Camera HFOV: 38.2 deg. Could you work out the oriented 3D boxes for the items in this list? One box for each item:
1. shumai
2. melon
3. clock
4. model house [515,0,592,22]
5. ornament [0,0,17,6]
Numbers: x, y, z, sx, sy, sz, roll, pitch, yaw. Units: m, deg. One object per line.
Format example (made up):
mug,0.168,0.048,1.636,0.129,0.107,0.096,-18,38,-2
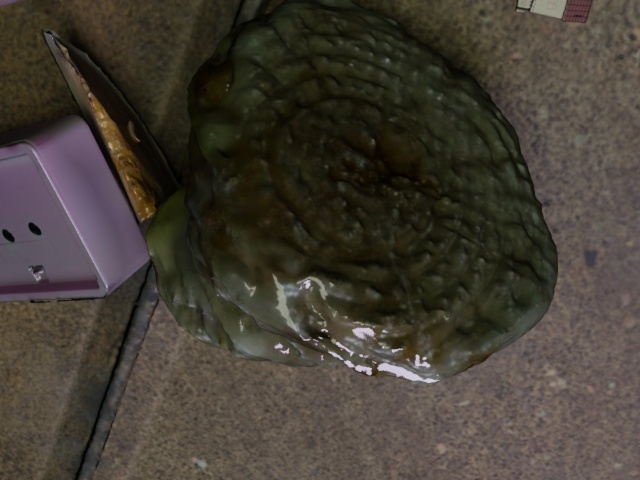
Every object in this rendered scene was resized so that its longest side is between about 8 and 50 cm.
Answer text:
shumai,0.000,0.000,0.745,0.304,0.309,0.263,40,140,-3
melon,-0.186,-0.098,0.808,0.054,0.098,0.182,-28,90,2
clock,-0.258,-0.022,0.824,0.197,0.063,0.150,-5,116,40
model house,0.188,-0.212,0.707,0.058,0.057,0.083,16,115,7
ornament,-0.258,-0.269,0.689,0.178,0.177,0.177,4,115,8
